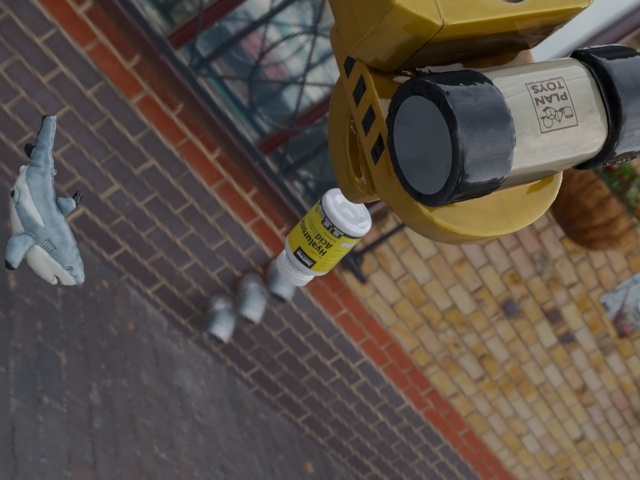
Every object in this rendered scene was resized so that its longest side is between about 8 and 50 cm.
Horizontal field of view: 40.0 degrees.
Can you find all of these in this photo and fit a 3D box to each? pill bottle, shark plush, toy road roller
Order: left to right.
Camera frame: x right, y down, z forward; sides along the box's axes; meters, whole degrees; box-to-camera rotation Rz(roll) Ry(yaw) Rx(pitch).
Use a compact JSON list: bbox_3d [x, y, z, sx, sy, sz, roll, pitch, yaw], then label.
[{"bbox_3d":[-0.262,-0.038,0.852,0.073,0.067,0.161,162,-70,-83],"label":"shark plush"},{"bbox_3d":[0.000,0.000,1.002,0.065,0.116,0.065,26,38,-22],"label":"pill bottle"},{"bbox_3d":[0.093,-0.158,0.722,0.240,0.202,0.330,-28,-102,63],"label":"toy road roller"}]
